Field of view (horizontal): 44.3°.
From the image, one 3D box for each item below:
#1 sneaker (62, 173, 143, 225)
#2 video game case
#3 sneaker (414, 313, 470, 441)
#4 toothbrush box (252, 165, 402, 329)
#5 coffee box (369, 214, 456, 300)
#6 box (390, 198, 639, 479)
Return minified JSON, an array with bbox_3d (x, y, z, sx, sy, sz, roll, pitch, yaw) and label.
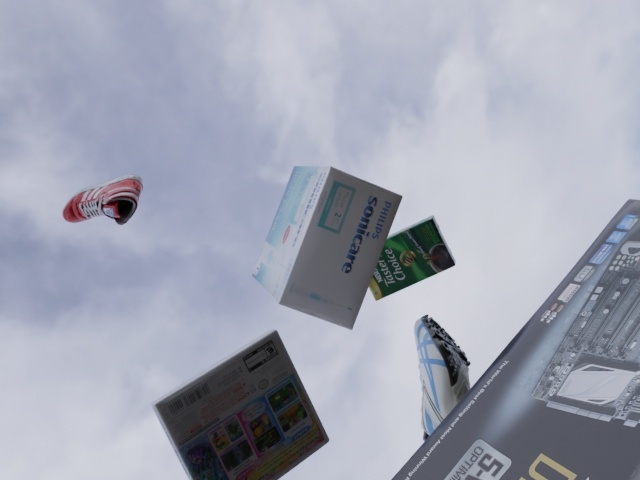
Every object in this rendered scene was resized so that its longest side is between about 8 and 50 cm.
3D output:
[{"bbox_3d":[-0.287,-0.042,1.023,0.067,0.118,0.042,-101,-15,-54],"label":"sneaker"},{"bbox_3d":[-0.081,0.194,0.834,0.157,0.019,0.143,-29,-81,-30],"label":"video game case"},{"bbox_3d":[0.152,0.196,0.978,0.085,0.086,0.237,34,-148,-42],"label":"sneaker"},{"bbox_3d":[0.000,0.000,1.268,0.126,0.295,0.216,21,-88,-14],"label":"toothbrush box"},{"bbox_3d":[0.170,0.038,1.598,0.113,0.184,0.040,64,-163,-7],"label":"coffee box"},{"bbox_3d":[0.185,0.115,0.450,0.076,0.242,0.307,45,-98,-16],"label":"box"}]
